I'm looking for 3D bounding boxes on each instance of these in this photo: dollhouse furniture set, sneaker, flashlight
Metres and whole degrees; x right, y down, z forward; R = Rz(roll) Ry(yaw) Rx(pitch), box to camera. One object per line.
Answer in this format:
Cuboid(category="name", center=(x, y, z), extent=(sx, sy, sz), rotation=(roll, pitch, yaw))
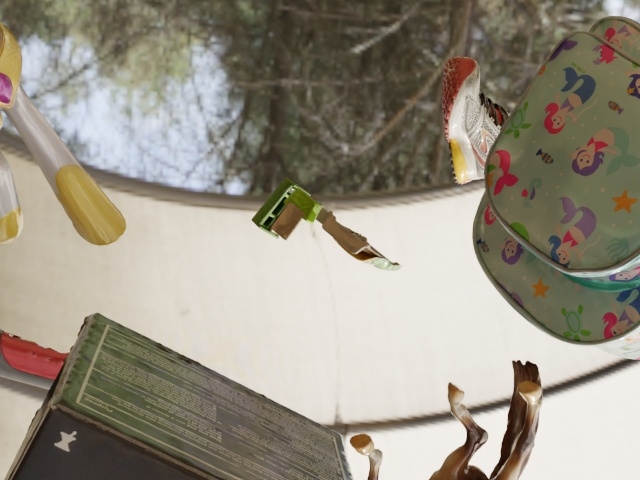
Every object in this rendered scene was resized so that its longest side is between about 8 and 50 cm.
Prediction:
Cuboid(category="dollhouse furniture set", center=(0.000, 0.000, 1.075), extent=(0.152, 0.058, 0.076), rotation=(39, -175, 35))
Cuboid(category="sneaker", center=(0.206, -0.159, 1.406), extent=(0.093, 0.225, 0.088), rotation=(-6, -120, 12))
Cuboid(category="flashlight", center=(-0.400, 0.150, 1.500), extent=(0.304, 0.103, 0.103), rotation=(16, 165, -10))

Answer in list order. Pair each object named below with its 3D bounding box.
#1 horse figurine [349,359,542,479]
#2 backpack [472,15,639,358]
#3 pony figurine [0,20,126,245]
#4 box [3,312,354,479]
Cuboid(category="horse figurine", center=(0.070, 0.183, 0.750), extent=(0.263, 0.174, 0.066), rotation=(-25, -138, -29))
Cuboid(category="backpack", center=(0.247, -0.033, 0.901), extent=(0.191, 0.253, 0.225), rotation=(9, -150, -46))
Cuboid(category="pony figurine", center=(-0.312, -0.175, 0.841), extent=(0.303, 0.363, 0.351), rotation=(-39, -120, -23))
Cuboid(category="box", center=(-0.130, 0.235, 0.983), extent=(0.296, 0.182, 0.294), rotation=(28, -175, -9))
